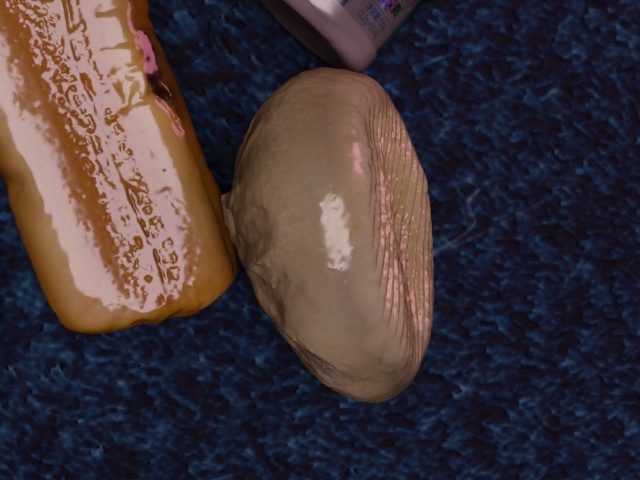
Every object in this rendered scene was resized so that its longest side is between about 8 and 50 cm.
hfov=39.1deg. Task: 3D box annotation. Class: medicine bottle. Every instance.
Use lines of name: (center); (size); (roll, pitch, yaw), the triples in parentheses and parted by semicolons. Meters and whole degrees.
medicine bottle: (0.047, -0.217, 0.614); (0.107, 0.107, 0.191); (40, 90, -11)

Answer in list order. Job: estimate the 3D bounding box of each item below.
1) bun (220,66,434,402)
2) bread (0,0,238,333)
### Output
bun: (0.000, 0.000, 0.597); (0.127, 0.222, 0.223); (-4, 98, 18)
bread: (-0.162, -0.087, 0.604); (0.141, 0.091, 0.305); (-20, 99, -8)
